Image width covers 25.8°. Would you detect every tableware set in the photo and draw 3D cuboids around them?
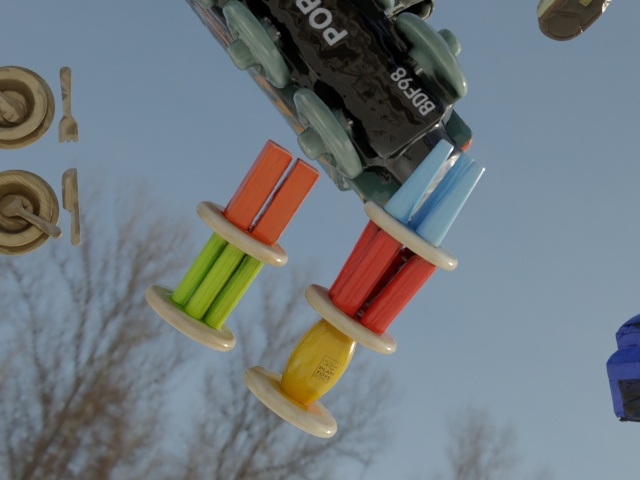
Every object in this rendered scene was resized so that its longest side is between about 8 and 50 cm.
[{"bbox_3d":[-0.299,-0.083,1.351,0.128,0.194,0.039,-5,-14,-6],"label":"tableware set"}]

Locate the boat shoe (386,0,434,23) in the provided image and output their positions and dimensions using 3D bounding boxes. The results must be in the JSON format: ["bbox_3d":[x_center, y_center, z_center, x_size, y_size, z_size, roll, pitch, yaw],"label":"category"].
[{"bbox_3d":[0.084,-0.263,1.527,0.070,0.078,0.219,59,-1,0],"label":"boat shoe"}]

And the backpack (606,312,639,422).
[{"bbox_3d":[0.323,0.111,1.224,0.120,0.098,0.101,-1,-71,43],"label":"backpack"}]

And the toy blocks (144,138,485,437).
[{"bbox_3d":[0.000,0.000,0.670,0.123,0.148,0.054,38,8,21],"label":"toy blocks"}]

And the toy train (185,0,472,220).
[{"bbox_3d":[-0.006,-0.157,1.084,0.334,0.142,0.190,51,-6,14],"label":"toy train"}]

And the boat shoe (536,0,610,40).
[{"bbox_3d":[0.278,-0.277,1.349,0.068,0.072,0.190,29,-49,-31],"label":"boat shoe"}]
